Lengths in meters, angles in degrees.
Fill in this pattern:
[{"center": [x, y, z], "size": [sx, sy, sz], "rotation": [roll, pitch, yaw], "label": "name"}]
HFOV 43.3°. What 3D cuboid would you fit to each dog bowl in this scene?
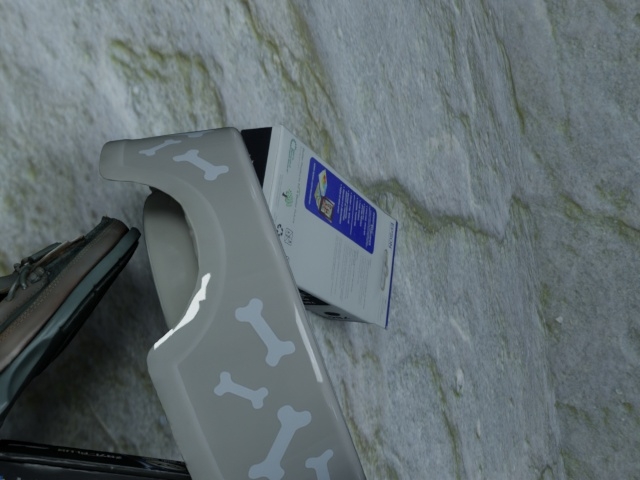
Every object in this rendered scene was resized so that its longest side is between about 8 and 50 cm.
[{"center": [-0.061, 0.068, 0.649], "size": [0.349, 0.102, 0.349], "rotation": [160, -90, -87], "label": "dog bowl"}]

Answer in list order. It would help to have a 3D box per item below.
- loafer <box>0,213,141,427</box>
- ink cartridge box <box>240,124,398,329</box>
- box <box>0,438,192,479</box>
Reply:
[{"center": [-0.220, 0.060, 0.554], "size": [0.084, 0.096, 0.267], "rotation": [35, 44, -7], "label": "loafer"}, {"center": [0.000, 0.000, 0.998], "size": [0.332, 0.065, 0.165], "rotation": [34, 59, -55], "label": "ink cartridge box"}, {"center": [-0.167, 0.238, 0.549], "size": [0.077, 0.147, 0.180], "rotation": [154, -53, -73], "label": "box"}]
